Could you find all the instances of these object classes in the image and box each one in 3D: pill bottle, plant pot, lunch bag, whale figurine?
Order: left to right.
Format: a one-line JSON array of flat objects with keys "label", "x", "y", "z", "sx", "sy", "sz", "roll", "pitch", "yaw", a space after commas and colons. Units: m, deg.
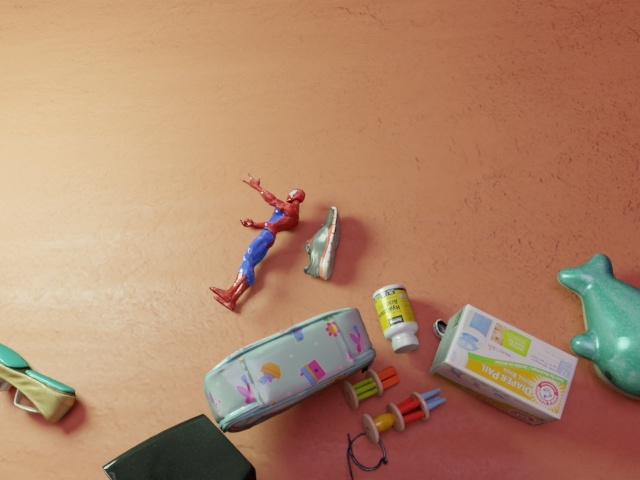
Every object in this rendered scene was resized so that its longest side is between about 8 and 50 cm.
[{"label": "plant pot", "x": -0.202, "y": 0.393, "z": 0.948, "sx": 0.187, "sy": 0.188, "sz": 0.167, "roll": 39, "pitch": 59, "yaw": 22}, {"label": "lunch bag", "x": -0.049, "y": 0.215, "z": 0.984, "sx": 0.279, "sy": 0.224, "sz": 0.108, "roll": -21, "pitch": 73, "yaw": -19}, {"label": "pill bottle", "x": 0.142, "y": 0.145, "z": 1.103, "sx": 0.065, "sy": 0.065, "sz": 0.116, "roll": -14, "pitch": 62, "yaw": -3}, {"label": "whale figurine", "x": 0.530, "y": 0.135, "z": 1.030, "sx": 0.216, "sy": 0.141, "sz": 0.272, "roll": -21, "pitch": 62, "yaw": -6}]

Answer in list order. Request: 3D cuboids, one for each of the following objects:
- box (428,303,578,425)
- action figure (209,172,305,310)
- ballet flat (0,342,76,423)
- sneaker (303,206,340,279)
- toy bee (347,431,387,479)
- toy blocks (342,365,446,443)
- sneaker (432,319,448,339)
[{"label": "box", "x": 0.305, "y": 0.212, "z": 1.010, "sx": 0.203, "sy": 0.103, "sz": 0.114, "roll": 26, "pitch": 67, "yaw": 4}, {"label": "action figure", "x": -0.143, "y": -0.015, "z": 1.196, "sx": 0.139, "sy": 0.091, "sz": 0.280, "roll": 35, "pitch": 70, "yaw": 11}, {"label": "ballet flat", "x": -0.556, "y": 0.259, "z": 1.101, "sx": 0.232, "sy": 0.080, "sz": 0.073, "roll": 24, "pitch": 82, "yaw": 18}, {"label": "sneaker", "x": 0.000, "y": 0.000, "z": 1.197, "sx": 0.064, "sy": 0.061, "sz": 0.158, "roll": 5, "pitch": 62, "yaw": 15}, {"label": "toy bee", "x": 0.012, "y": 0.433, "z": 0.909, "sx": 0.195, "sy": 0.162, "sz": 0.298, "roll": -4, "pitch": 62, "yaw": 5}, {"label": "toy blocks", "x": 0.130, "y": 0.269, "z": 1.044, "sx": 0.148, "sy": 0.054, "sz": 0.123, "roll": -18, "pitch": 51, "yaw": -20}, {"label": "sneaker", "x": 0.237, "y": 0.178, "z": 1.093, "sx": 0.032, "sy": 0.037, "sz": 0.083, "roll": -41, "pitch": 68, "yaw": -18}]
